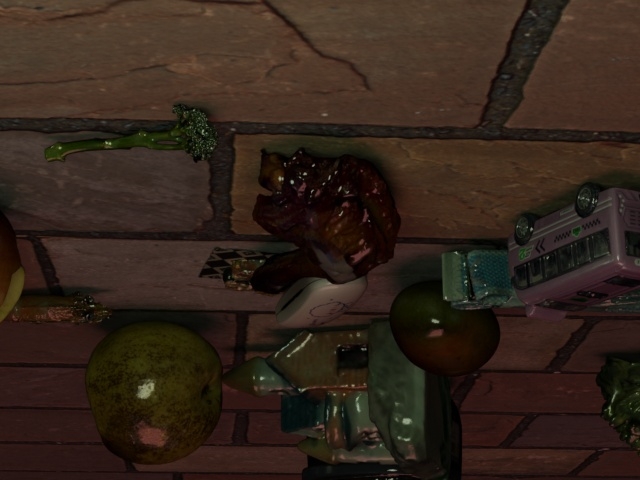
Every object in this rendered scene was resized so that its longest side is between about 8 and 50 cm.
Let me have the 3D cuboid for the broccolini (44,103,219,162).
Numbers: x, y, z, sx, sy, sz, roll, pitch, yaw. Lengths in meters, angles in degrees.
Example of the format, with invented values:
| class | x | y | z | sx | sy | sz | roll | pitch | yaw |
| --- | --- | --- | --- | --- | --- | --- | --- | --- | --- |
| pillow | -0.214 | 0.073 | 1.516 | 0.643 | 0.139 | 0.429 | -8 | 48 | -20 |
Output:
| class | x | y | z | sx | sy | sz | roll | pitch | yaw |
| --- | --- | --- | --- | --- | --- | --- | --- | --- | --- |
| broccolini | -0.170 | -0.089 | 1.474 | 0.194 | 0.054 | 0.052 | -9 | 179 | 31 |

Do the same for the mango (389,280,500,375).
| class | x | y | z | sx | sy | sz | roll | pitch | yaw |
| --- | --- | --- | --- | --- | --- | --- | --- | --- | --- |
| mango | 0.155 | 0.109 | 1.967 | 0.133 | 0.111 | 0.267 | 19 | 170 | 14 |

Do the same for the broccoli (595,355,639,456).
| class | x | y | z | sx | sy | sz | roll | pitch | yaw |
| --- | --- | --- | --- | --- | --- | --- | --- | --- | --- |
| broccoli | 0.564 | 0.232 | 2.301 | 0.288 | 0.248 | 0.245 | 16 | 122 | -16 |

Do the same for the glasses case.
| class | x | y | z | sx | sy | sz | roll | pitch | yaw |
| --- | --- | --- | --- | --- | --- | --- | --- | --- | --- |
| glasses case | -0.001 | 0.070 | 1.945 | 0.076 | 0.049 | 0.197 | -4 | 164 | -20 |

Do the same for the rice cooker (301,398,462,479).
| class | x | y | z | sx | sy | sz | roll | pitch | yaw |
| --- | --- | --- | --- | --- | --- | --- | --- | --- | --- |
| rice cooker | 0.100 | 0.328 | 2.482 | 0.267 | 0.224 | 0.267 | 1 | 164 | 0 |

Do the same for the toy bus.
| class | x | y | z | sx | sy | sz | roll | pitch | yaw |
| --- | --- | --- | --- | --- | --- | --- | --- | --- | --- |
| toy bus | 0.285 | 0.013 | 1.672 | 0.096 | 0.108 | 0.199 | 9 | 160 | -27 |

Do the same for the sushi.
| class | x | y | z | sx | sy | sz | roll | pitch | yaw |
| --- | --- | --- | --- | --- | --- | --- | --- | --- | --- |
| sushi | -0.081 | 0.043 | 1.905 | 0.120 | 0.026 | 0.126 | 5 | 161 | -13 |

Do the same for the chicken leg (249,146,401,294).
| class | x | y | z | sx | sy | sz | roll | pitch | yaw |
| --- | --- | --- | --- | --- | --- | --- | --- | --- | --- |
| chicken leg | 0.000 | 0.000 | 1.669 | 0.158 | 0.096 | 0.407 | 6 | 164 | -5 |

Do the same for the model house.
| class | x | y | z | sx | sy | sz | roll | pitch | yaw |
| --- | --- | --- | --- | --- | --- | --- | --- | --- | --- |
| model house | 0.012 | 0.235 | 2.260 | 0.325 | 0.194 | 0.267 | -1 | 163 | 13 |

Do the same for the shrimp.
| class | x | y | z | sx | sy | sz | roll | pitch | yaw |
| --- | --- | --- | --- | --- | --- | --- | --- | --- | --- |
| shrimp | -0.349 | 0.087 | 2.034 | 0.184 | 0.043 | 0.091 | -1 | 171 | 26 |

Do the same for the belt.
| class | x | y | z | sx | sy | sz | roll | pitch | yaw |
| --- | --- | --- | --- | --- | --- | --- | --- | --- | --- |
| belt | 0.289 | 0.045 | 1.841 | 0.302 | 0.072 | 0.087 | 1 | 167 | -9 |

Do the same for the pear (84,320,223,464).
| class | x | y | z | sx | sy | sz | roll | pitch | yaw |
| --- | --- | --- | --- | --- | --- | --- | --- | --- | --- |
| pear | -0.219 | 0.202 | 2.143 | 0.197 | 0.197 | 0.197 | 0 | 162 | 0 |

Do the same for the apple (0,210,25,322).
| class | x | y | z | sx | sy | sz | roll | pitch | yaw |
| --- | --- | --- | --- | --- | --- | --- | --- | --- | --- |
| apple | -0.397 | 0.033 | 1.653 | 0.199 | 0.199 | 0.199 | 0 | 162 | 0 |
